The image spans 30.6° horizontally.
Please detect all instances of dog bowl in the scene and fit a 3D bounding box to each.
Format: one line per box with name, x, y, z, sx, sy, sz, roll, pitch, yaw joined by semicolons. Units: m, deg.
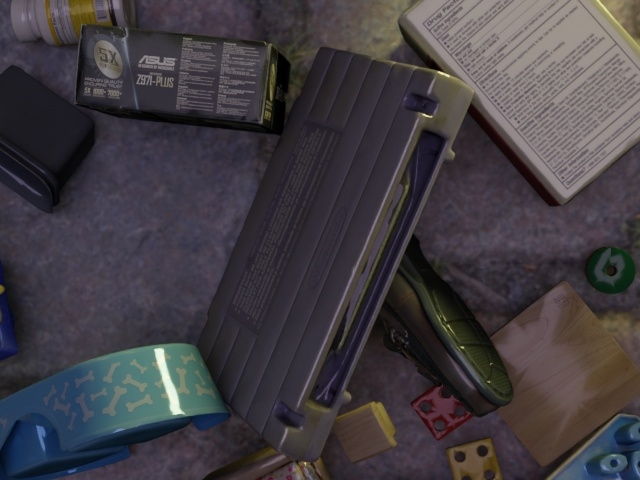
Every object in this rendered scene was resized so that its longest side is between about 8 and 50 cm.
dog bowl;-0.218;0.169;1.112;0.297;0.166;0.074;-25;73;38

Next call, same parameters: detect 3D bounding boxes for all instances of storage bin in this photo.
storage bin;-0.296;-0.105;1.186;0.135;0.098;0.091;36;67;4

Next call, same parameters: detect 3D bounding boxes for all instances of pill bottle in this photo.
pill bottle;-0.249;-0.230;1.184;0.116;0.065;0.065;-5;91;6

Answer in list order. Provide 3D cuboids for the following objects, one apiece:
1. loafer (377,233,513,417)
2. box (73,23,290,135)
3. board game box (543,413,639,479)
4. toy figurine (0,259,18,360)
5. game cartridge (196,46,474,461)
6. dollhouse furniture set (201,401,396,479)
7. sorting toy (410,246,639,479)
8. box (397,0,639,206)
loafer;0.084;0.066;1.132;0.084;0.096;0.267;-43;65;21
box;-0.129;-0.153;1.132;0.180;0.147;0.077;7;92;6
board game box;0.275;0.421;1.048;0.390;0.050;0.390;-38;85;-15
toy figurine;-0.401;0.050;1.154;0.191;0.217;0.362;-28;67;24
game cartridge;0.000;0.000;1.092;0.068;0.230;0.355;21;94;-27
dollhouse furniture set;-0.043;0.365;1.067;0.355;0.174;0.303;-30;89;26
sorting toy;0.221;0.134;1.153;0.274;0.046;0.132;-39;87;5
box;0.204;-0.164;1.109;0.148;0.127;0.232;-40;87;5
